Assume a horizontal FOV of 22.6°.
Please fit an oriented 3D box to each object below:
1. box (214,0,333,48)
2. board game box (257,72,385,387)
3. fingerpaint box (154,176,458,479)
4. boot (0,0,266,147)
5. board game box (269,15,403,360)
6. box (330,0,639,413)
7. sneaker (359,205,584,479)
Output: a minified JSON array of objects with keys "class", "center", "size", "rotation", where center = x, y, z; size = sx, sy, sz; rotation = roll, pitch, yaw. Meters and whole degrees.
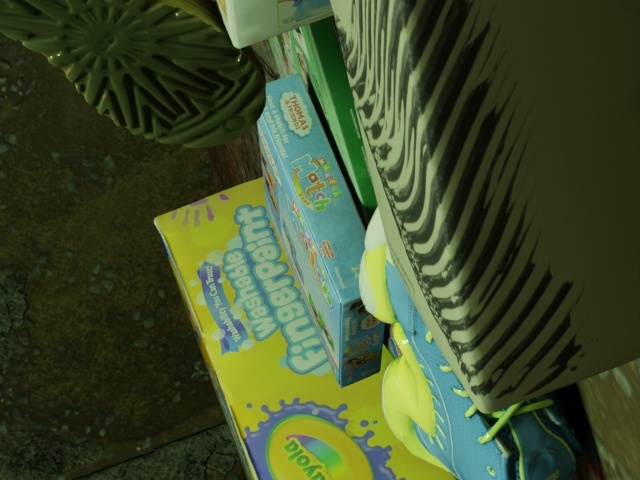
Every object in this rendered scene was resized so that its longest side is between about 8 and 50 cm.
[{"class":"box","center":[-0.020,-0.200,0.788],"size":[0.203,0.103,0.114],"rotation":[89,159,-72]},{"class":"board game box","center":[0.000,0.000,1.117],"size":[0.211,0.039,0.160],"rotation":[86,162,-71]},{"class":"fingerpaint box","center":[0.011,0.212,1.529],"size":[0.445,0.163,0.371],"rotation":[-117,9,-47]},{"class":"boot","center":[-0.126,-0.212,0.938],"size":[0.236,0.089,0.270],"rotation":[36,-145,-38]},{"class":"board game box","center":[0.020,-0.073,1.111],"size":[0.213,0.046,0.317],"rotation":[-123,14,-67]},{"class":"box","center":[0.057,-0.083,0.535],"size":[0.113,0.094,0.275],"rotation":[-118,10,-53]},{"class":"sneaker","center":[0.092,0.059,0.827],"size":[0.126,0.091,0.240],"rotation":[44,160,32]}]
